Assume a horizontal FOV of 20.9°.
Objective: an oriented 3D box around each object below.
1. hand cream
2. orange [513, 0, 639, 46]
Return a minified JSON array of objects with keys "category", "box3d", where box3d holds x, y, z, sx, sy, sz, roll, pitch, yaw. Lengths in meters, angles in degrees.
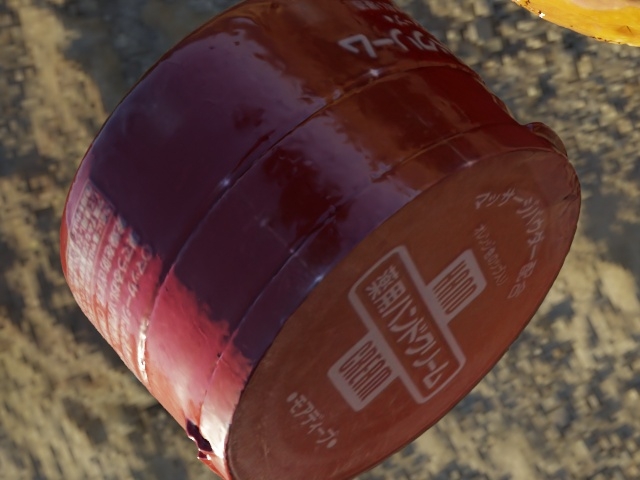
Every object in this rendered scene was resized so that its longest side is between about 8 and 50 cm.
[{"category":"hand cream","box3d":[0.000,0.000,0.711,0.125,0.193,0.193,45,129,26]},{"category":"orange","box3d":[0.161,-0.216,0.857,0.240,0.240,0.240,15,113,39]}]
